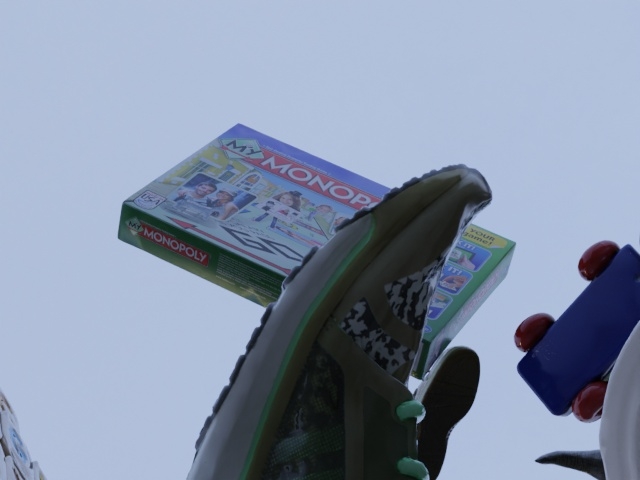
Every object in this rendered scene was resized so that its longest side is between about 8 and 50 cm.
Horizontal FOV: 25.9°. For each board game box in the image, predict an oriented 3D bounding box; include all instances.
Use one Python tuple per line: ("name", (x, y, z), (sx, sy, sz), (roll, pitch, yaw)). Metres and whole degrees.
("board game box", (0.000, 0.000, 1.314), (0.213, 0.317, 0.046), (-43, -29, -52))

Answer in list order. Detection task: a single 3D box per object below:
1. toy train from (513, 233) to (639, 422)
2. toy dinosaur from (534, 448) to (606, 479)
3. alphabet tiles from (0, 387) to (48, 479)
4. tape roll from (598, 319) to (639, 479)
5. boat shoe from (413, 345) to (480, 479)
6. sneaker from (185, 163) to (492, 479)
("toy train", (0.294, 0.050, 1.209), (0.143, 0.105, 0.248), (13, -58, -51))
("toy dinosaur", (0.368, 0.204, 1.362), (0.313, 0.160, 0.121), (-1, -36, -26))
("alphabet tiles", (-0.264, 0.143, 1.079), (0.021, 0.278, 0.284), (-26, -63, -4))
("tape roll", (0.320, 0.130, 0.846), (0.100, 0.286, 0.286), (-23, -53, -51))
("boat shoe", (0.105, 0.160, 1.312), (0.056, 0.048, 0.153), (5, -66, -24))
("sneaker", (0.014, 0.154, 0.769), (0.182, 0.158, 0.410), (29, -98, 6))
